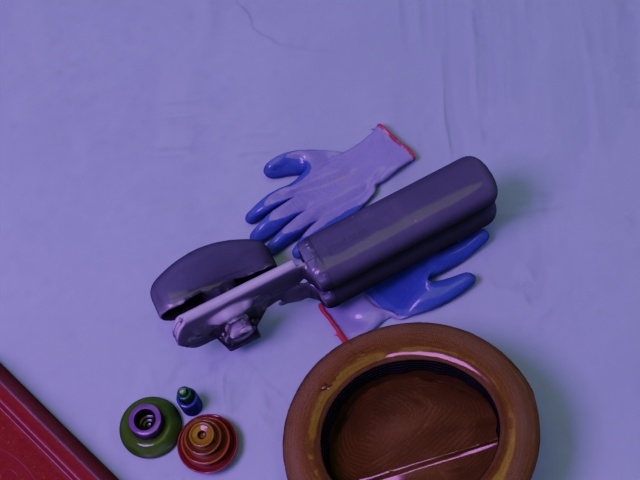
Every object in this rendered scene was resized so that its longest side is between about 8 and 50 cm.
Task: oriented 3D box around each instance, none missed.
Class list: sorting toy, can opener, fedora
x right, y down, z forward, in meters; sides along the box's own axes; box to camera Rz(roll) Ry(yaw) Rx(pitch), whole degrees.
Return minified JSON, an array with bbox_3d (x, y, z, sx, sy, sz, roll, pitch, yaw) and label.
[{"bbox_3d":[-0.113,0.145,1.134,0.102,0.042,0.061,14,68,13],"label":"sorting toy"},{"bbox_3d":[0.000,0.000,1.146,0.283,0.076,0.095,-28,68,-6],"label":"can opener"},{"bbox_3d":[0.071,0.156,1.087,0.194,0.079,0.194,-5,66,12],"label":"fedora"}]

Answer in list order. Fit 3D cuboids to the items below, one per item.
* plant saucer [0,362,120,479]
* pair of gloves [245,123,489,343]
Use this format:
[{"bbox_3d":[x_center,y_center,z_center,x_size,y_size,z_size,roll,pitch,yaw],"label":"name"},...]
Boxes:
[{"bbox_3d":[-0.276,0.218,1.074,0.259,0.048,0.258,40,56,21],"label":"plant saucer"},{"bbox_3d":[0.035,-0.012,1.199,0.159,0.023,0.198,-37,67,-10],"label":"pair of gloves"}]
